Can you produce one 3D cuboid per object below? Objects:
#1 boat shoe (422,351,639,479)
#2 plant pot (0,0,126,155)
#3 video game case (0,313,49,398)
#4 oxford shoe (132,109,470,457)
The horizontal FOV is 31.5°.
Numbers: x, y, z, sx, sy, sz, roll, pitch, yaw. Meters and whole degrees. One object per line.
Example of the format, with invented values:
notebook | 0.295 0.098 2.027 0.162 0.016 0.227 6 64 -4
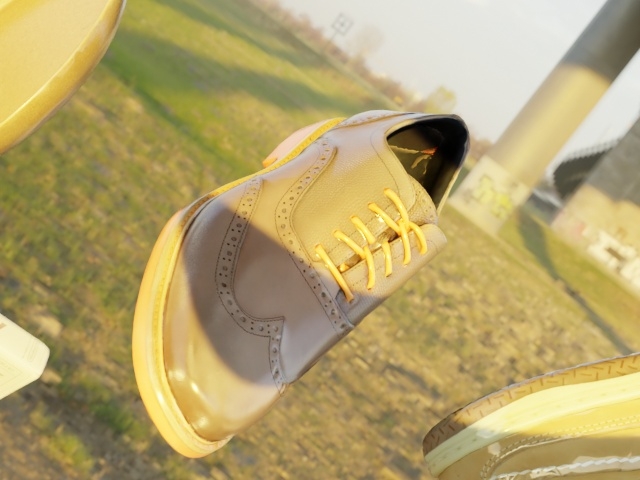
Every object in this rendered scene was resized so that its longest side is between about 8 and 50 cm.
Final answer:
boat shoe | 0.128 0.075 0.376 0.068 0.190 0.072 124 -44 -64
plant pot | -0.218 -0.125 0.775 0.032 0.236 0.236 48 -1 -37
video game case | -0.272 0.048 0.591 0.183 0.201 0.023 41 40 -28
oxford shoe | 0.000 0.000 0.747 0.130 0.133 0.363 60 34 -20
